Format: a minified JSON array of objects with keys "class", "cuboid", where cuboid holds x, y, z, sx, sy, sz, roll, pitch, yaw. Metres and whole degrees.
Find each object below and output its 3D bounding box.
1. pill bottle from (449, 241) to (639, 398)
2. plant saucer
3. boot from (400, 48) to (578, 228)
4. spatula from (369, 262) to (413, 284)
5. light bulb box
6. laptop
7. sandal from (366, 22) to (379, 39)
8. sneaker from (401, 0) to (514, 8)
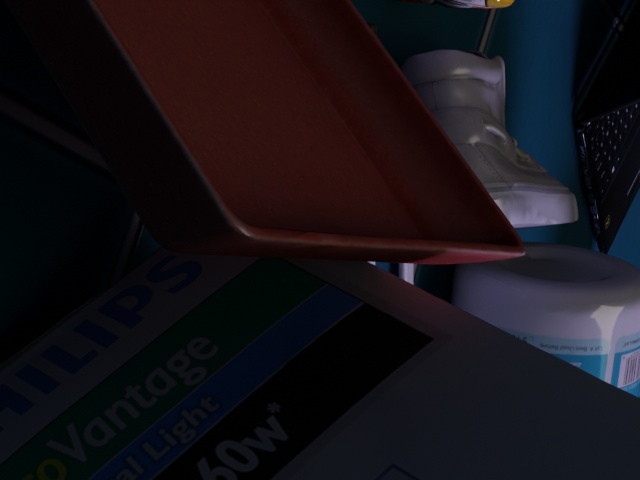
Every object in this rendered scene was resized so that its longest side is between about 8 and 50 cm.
[{"class":"pill bottle","cuboid":[0.159,0.143,1.160,0.146,0.146,0.264,-19,118,-57]},{"class":"plant saucer","cuboid":[-0.046,-0.086,0.660,0.048,0.259,0.258,-41,160,21]},{"class":"boot","cuboid":[0.114,-0.068,1.053,0.258,0.095,0.123,-1,84,-75]},{"class":"spatula","cuboid":[0.031,0.068,1.029,0.168,0.019,0.242,-31,124,-56]},{"class":"light bulb box","cuboid":[0.035,0.225,0.708,0.225,0.361,0.358,-38,135,-27]},{"class":"laptop","cuboid":[0.326,-0.143,1.350,0.234,0.136,0.264,-57,146,-31]},{"class":"sandal","cuboid":[-0.020,-0.073,0.851,0.219,0.060,0.090,-53,152,-59]},{"class":"sneaker","cuboid":[0.138,-0.223,1.000,0.225,0.092,0.088,-53,144,-23]}]
